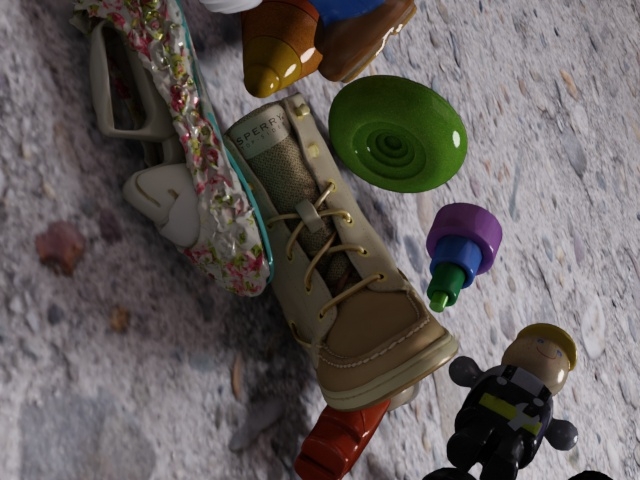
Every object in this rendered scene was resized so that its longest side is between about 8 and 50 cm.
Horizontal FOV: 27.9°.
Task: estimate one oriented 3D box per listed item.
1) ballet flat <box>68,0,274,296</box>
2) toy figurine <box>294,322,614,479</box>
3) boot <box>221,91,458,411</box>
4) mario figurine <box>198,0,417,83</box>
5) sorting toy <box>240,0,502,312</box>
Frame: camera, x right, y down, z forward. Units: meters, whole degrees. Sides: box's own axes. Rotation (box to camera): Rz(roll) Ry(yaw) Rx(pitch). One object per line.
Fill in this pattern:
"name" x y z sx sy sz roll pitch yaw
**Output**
"ballet flat" -0.108 -0.067 0.872 0.077 0.091 0.241 -18 85 -32
"toy figurine" 0.111 0.172 0.959 0.148 0.209 0.213 -48 117 -47
"boot" 0.000 0.000 0.903 0.203 0.095 0.262 64 -4 -10
"mario figurine" -0.092 -0.233 0.904 0.320 0.198 0.170 43 67 -12
"sorting toy" 0.036 -0.073 1.087 0.365 0.127 0.126 53 44 -29
